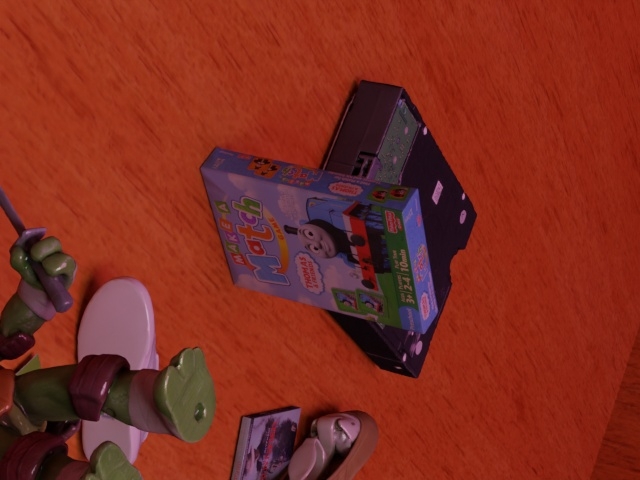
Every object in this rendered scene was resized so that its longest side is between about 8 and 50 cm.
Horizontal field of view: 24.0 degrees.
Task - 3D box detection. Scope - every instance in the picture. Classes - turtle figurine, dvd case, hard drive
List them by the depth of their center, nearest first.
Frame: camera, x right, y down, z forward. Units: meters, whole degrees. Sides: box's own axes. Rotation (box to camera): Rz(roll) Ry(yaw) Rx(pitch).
[{"bbox_3d":[-0.220,0.074,0.959,0.198,0.266,0.274,-11,109,-60],"label":"turtle figurine"},{"bbox_3d":[-0.059,0.227,1.635,0.119,0.013,0.087,2,100,-63],"label":"dvd case"},{"bbox_3d":[0.080,-0.004,1.751,0.236,0.064,0.339,-69,154,-16],"label":"hard drive"}]

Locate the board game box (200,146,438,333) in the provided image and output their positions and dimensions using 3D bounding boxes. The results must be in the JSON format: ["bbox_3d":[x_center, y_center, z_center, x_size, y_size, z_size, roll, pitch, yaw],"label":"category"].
[{"bbox_3d":[0.000,0.000,1.421,0.039,0.212,0.160,-55,146,-36],"label":"board game box"}]

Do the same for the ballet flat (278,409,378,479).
[{"bbox_3d":[0.008,0.240,1.688,0.232,0.080,0.073,-57,139,-56],"label":"ballet flat"}]

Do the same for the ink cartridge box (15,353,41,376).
[{"bbox_3d":[-0.226,0.253,1.216,0.189,0.097,0.255,-48,142,-45],"label":"ink cartridge box"}]

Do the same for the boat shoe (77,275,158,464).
[{"bbox_3d":[-0.168,0.111,1.310,0.063,0.066,0.184,-53,145,-66],"label":"boat shoe"}]
